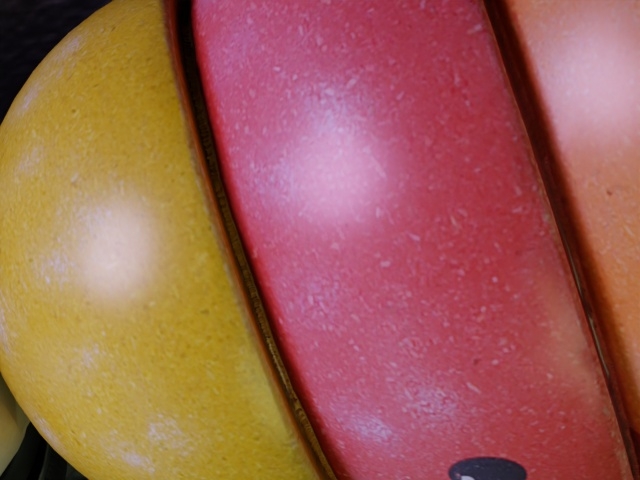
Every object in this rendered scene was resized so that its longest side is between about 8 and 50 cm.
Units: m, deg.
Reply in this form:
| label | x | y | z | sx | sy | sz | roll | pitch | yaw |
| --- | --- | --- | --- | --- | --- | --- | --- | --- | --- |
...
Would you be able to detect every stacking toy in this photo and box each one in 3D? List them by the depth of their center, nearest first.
| label | x | y | z | sx | sy | sz | roll | pitch | yaw |
| --- | --- | --- | --- | --- | --- | --- | --- | --- | --- |
| stacking toy | 0.000 | 0.000 | 0.669 | 0.480 | 0.350 | 0.350 | -19 | 146 | 8 |

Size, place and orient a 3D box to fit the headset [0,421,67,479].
| label | x | y | z | sx | sy | sz | roll | pitch | yaw |
| --- | --- | --- | --- | --- | --- | --- | --- | --- | --- |
| headset | -0.170 | 0.150 | 0.814 | 0.394 | 0.185 | 0.243 | -23 | 146 | -27 |
